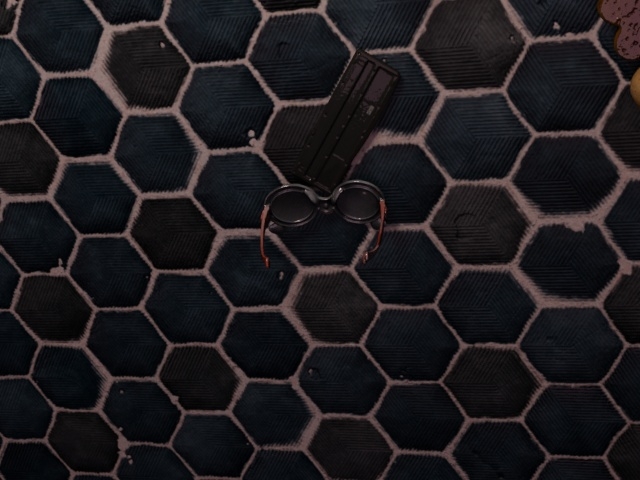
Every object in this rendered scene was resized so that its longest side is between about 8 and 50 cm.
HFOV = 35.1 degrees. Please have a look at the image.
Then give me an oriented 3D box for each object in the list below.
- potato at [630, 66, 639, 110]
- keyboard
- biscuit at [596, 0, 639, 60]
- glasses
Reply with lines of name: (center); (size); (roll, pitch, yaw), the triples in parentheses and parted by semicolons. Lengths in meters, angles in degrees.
potato: (0.575, -0.235, 1.647); (0.147, 0.112, 0.112); (38, 116, -9)
keyboard: (0.066, -0.252, 1.816); (0.103, 0.041, 0.381); (31, 123, -1)
biscuit: (0.572, -0.383, 1.623); (0.236, 0.039, 0.180); (-20, 104, 21)
glasses: (0.000, 0.000, 1.805); (0.234, 0.268, 0.118); (-1, 124, 7)
